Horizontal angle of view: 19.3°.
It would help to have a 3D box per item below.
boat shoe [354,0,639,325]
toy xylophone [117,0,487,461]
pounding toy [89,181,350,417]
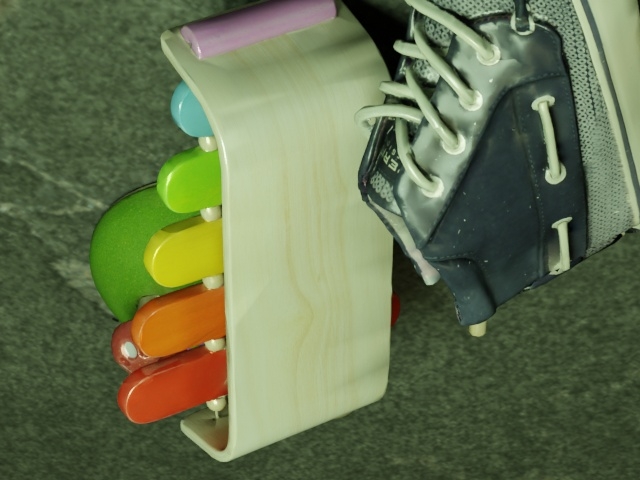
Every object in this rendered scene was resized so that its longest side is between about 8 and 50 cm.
[{"bbox_3d":[0.082,-0.090,1.011,0.158,0.127,0.340,-35,132,-7],"label":"boat shoe"},{"bbox_3d":[0.000,0.000,1.159,0.236,0.081,0.322,-12,127,-30],"label":"toy xylophone"},{"bbox_3d":[-0.071,0.072,1.311,0.183,0.110,0.237,-3,140,14],"label":"pounding toy"}]
